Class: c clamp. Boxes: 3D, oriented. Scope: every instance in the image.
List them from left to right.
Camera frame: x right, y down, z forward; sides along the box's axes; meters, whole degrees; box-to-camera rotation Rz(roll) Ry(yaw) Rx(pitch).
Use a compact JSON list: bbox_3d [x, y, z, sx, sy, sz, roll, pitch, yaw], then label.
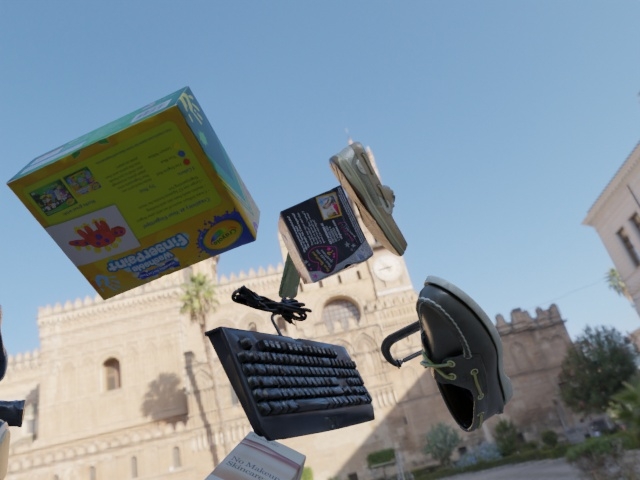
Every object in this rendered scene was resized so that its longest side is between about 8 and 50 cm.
[{"bbox_3d":[0.218,0.244,1.167,0.160,0.022,0.137,-20,-62,-5],"label":"c clamp"}]

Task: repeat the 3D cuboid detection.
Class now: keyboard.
[{"bbox_3d":[-0.029,0.134,0.623,0.033,0.202,0.317,-39,-26,10],"label":"keyboard"}]

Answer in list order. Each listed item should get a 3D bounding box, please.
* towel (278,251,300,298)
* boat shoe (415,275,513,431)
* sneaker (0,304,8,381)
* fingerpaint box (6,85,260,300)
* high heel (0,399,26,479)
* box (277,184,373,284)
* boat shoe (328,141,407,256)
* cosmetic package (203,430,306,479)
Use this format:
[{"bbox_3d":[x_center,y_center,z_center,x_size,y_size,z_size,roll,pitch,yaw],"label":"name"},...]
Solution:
[{"bbox_3d":[-0.081,0.097,1.494,0.027,0.148,0.110,13,-4,19],"label":"towel"},{"bbox_3d":[0.200,0.175,0.747,0.091,0.109,0.305,-43,-52,-16],"label":"boat shoe"},{"bbox_3d":[-0.850,0.247,1.299,0.086,0.227,0.163,-8,-14,-25],"label":"sneaker"},{"bbox_3d":[-0.427,-0.102,1.255,0.444,0.163,0.371,-22,-60,11],"label":"fingerpaint box"},{"bbox_3d":[-0.509,0.271,0.671,0.186,0.093,0.261,7,2,-22],"label":"high heel"},{"bbox_3d":[0.000,0.000,1.120,0.142,0.164,0.247,-25,-2,-7],"label":"box"},{"bbox_3d":[0.139,-0.099,1.265,0.098,0.302,0.109,-36,10,-10],"label":"boat shoe"},{"bbox_3d":[-0.149,0.517,1.018,0.153,0.129,0.296,18,7,12],"label":"cosmetic package"}]
